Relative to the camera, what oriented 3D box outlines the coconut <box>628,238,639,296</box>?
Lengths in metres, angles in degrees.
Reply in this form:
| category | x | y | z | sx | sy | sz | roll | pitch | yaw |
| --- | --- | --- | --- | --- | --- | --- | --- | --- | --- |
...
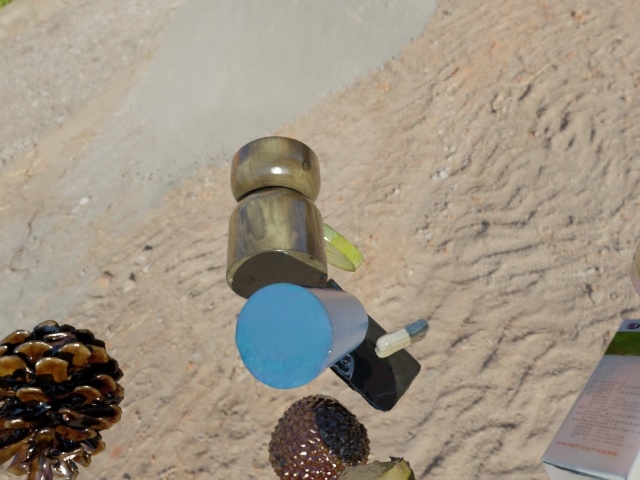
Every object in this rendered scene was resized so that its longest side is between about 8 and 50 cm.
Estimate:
| category | x | y | z | sx | sy | sz | roll | pitch | yaw |
| --- | --- | --- | --- | --- | --- | --- | --- | --- | --- |
| coconut | 0.687 | 0.042 | 1.006 | 0.233 | 0.245 | 0.233 | 5 | 35 | -4 |

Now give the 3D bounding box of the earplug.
| category | x | y | z | sx | sy | sz | roll | pitch | yaw |
| --- | --- | --- | --- | --- | --- | --- | --- | --- | --- |
| earplug | -0.003 | 0.126 | 0.826 | 0.132 | 0.273 | 0.133 | -1 | 86 | 19 |

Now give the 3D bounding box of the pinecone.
| category | x | y | z | sx | sy | sz | roll | pitch | yaw |
| --- | --- | --- | --- | --- | --- | --- | --- | --- | --- |
| pinecone | -0.296 | 0.184 | 0.611 | 0.163 | 0.163 | 0.165 | -30 | 36 | -2 |

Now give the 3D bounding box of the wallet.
| category | x | y | z | sx | sy | sz | roll | pitch | yaw |
| --- | --- | --- | --- | --- | --- | --- | --- | --- | --- |
| wallet | 0.095 | 0.291 | 1.560 | 0.197 | 0.377 | 0.051 | -46 | 0 | -23 |

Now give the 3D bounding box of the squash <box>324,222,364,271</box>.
| category | x | y | z | sx | sy | sz | roll | pitch | yaw |
| --- | --- | --- | --- | --- | --- | --- | --- | --- | --- |
| squash | 0.000 | 0.000 | 1.496 | 0.252 | 0.252 | 0.049 | 24 | 75 | 45 |

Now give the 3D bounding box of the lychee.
| category | x | y | z | sx | sy | sz | roll | pitch | yaw |
| --- | --- | --- | --- | --- | --- | --- | --- | --- | --- |
| lychee | -0.011 | 0.544 | 1.489 | 0.267 | 0.267 | 0.267 | -16 | 40 | 14 |

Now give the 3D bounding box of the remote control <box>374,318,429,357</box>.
| category | x | y | z | sx | sy | sz | roll | pitch | yaw |
| --- | --- | --- | --- | --- | --- | --- | --- | --- | --- |
| remote control | 0.172 | 0.206 | 1.187 | 0.122 | 0.074 | 0.032 | -22 | 62 | -15 |

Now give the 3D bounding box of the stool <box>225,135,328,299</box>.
| category | x | y | z | sx | sy | sz | roll | pitch | yaw |
| --- | --- | --- | --- | --- | --- | --- | --- | --- | --- |
| stool | -0.082 | -0.037 | 1.039 | 0.179 | 0.179 | 0.264 | -15 | 53 | 16 |

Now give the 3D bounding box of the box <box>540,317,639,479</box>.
| category | x | y | z | sx | sy | sz | roll | pitch | yaw |
| --- | --- | --- | --- | --- | --- | --- | --- | --- | --- |
| box | 0.418 | 0.262 | 0.713 | 0.299 | 0.200 | 0.106 | -37 | 17 | -37 |

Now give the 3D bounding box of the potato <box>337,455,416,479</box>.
| category | x | y | z | sx | sy | sz | roll | pitch | yaw |
| --- | --- | --- | --- | --- | --- | --- | --- | --- | --- |
| potato | 0.086 | 0.437 | 0.954 | 0.089 | 0.101 | 0.172 | -24 | -4 | -41 |
